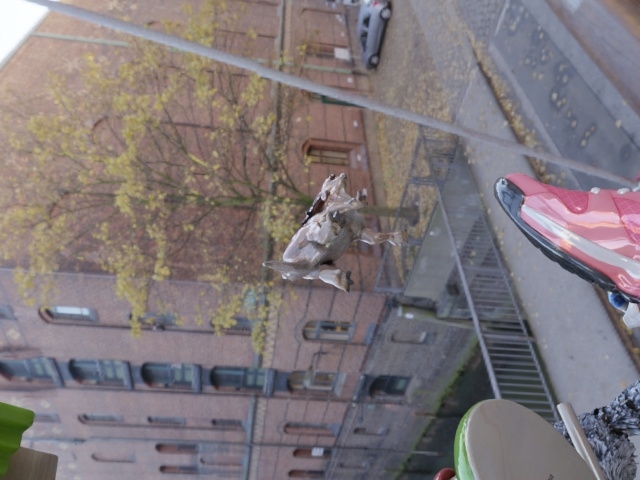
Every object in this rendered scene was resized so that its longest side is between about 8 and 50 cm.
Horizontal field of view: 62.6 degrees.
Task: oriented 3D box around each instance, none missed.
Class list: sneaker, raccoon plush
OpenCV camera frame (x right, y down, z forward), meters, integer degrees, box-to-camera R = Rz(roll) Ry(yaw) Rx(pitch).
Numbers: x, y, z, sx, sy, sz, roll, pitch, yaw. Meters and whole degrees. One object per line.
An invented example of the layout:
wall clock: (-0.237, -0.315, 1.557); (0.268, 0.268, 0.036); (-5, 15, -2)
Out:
sneaker: (0.425, 0.049, 0.712); (0.084, 0.069, 0.185); (-34, 7, 26)
raccoon plush: (0.542, 0.472, 0.962); (0.446, 0.216, 0.299); (-58, 34, 30)
sneaker: (0.314, -0.003, 0.476); (0.136, 0.314, 0.116); (-59, -31, 5)

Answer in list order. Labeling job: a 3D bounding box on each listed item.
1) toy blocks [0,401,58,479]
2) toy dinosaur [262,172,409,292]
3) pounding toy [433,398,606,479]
toy blocks: (-0.319, 0.318, 0.346); (0.381, 0.191, 0.260); (-37, 41, 18)
toy dinosaur: (0.000, 0.000, 0.864); (0.200, 0.296, 0.127); (-7, 116, 48)
pounding toy: (0.208, 0.271, 0.543); (0.110, 0.237, 0.183); (-54, 42, 31)
